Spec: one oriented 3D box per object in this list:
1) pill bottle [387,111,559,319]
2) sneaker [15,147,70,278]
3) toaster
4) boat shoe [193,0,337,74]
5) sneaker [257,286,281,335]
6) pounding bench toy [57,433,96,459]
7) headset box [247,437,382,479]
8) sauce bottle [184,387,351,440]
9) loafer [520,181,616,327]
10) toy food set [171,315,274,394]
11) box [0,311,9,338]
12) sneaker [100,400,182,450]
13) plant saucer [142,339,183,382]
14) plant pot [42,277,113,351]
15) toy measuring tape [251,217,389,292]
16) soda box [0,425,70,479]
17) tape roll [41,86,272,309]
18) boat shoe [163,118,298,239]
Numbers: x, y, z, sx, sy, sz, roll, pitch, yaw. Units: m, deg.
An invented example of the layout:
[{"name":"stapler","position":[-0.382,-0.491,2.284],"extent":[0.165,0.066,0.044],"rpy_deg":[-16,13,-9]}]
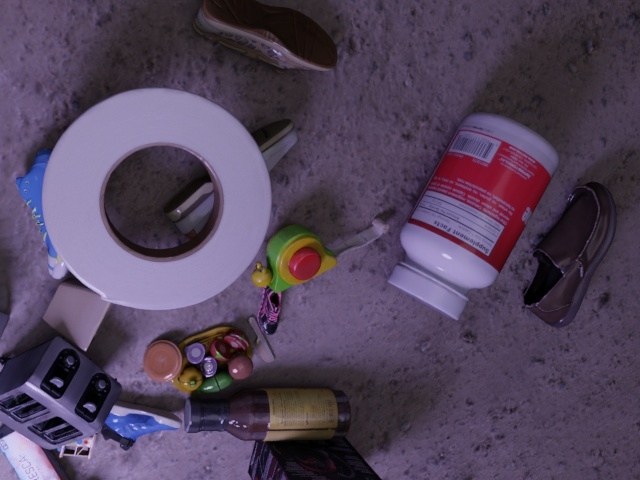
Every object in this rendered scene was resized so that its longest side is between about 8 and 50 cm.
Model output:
[{"name":"pill bottle","position":[0.315,-0.047,1.370],"extent":[0.229,0.229,0.408],"rpy_deg":[30,88,-23]},{"name":"sneaker","position":[-0.485,-0.056,1.155],"extent":[0.126,0.091,0.240],"rpy_deg":[15,94,-4]},{"name":"toaster","position":[-0.487,0.276,1.151],"extent":[0.185,0.110,0.168],"rpy_deg":[-24,122,27]},{"name":"boat shoe","position":[-0.101,-0.395,1.238],"extent":[0.285,0.089,0.105],"rpy_deg":[18,67,-25]},{"name":"sneaker","position":[-0.101,0.145,1.338],"extent":[0.047,0.057,0.119],"rpy_deg":[0,101,-23]},{"name":"pounding bench toy","position":[-0.470,0.372,1.239],"extent":[0.065,0.052,0.083],"rpy_deg":[13,94,-22]},{"name":"headset box","position":[-0.002,0.504,1.310],"extent":[0.218,0.293,0.110],"rpy_deg":[12,95,-23]},{"name":"sauce bottle","position":[-0.109,0.364,1.344],"extent":[0.344,0.111,0.111],"rpy_deg":[7,97,-22]},{"name":"loafer","position":[0.592,0.029,1.538],"extent":[0.130,0.134,0.366],"rpy_deg":[15,93,-23]},{"name":"toy food set","position":[-0.201,0.247,1.309],"extent":[0.217,0.071,0.128],"rpy_deg":[-21,106,-17]},{"name":"box","position":[-0.719,0.240,1.060],"extent":[0.215,0.168,0.345],"rpy_deg":[34,86,-22]},{"name":"sneaker","position":[-0.359,0.378,1.277],"extent":[0.152,0.058,0.085],"rpy_deg":[18,87,-18]},{"name":"plant saucer","position":[-0.314,0.240,1.272],"extent":[0.083,0.013,0.084],"rpy_deg":[-1,83,10]},{"name":"plant pot","position":[-0.445,0.125,1.183],"extent":[0.096,0.109,0.109],"rpy_deg":[28,89,-11]},{"name":"toy measuring tape","position":[0.000,0.000,1.322],"extent":[0.330,0.121,0.121],"rpy_deg":[-27,108,-21]},{"name":"soda box","position":[-0.542,0.427,1.219],"extent":[0.063,0.058,0.183],"rpy_deg":[-26,107,-15]},{"name":"tape roll","position":[-0.278,-0.070,1.118],"extent":[0.392,0.072,0.392],"rpy_deg":[-5,104,-19]},{"name":"boat shoe","position":[-0.157,-0.115,1.251],"extent":[0.302,0.113,0.103],"rpy_deg":[-39,116,-3]}]
